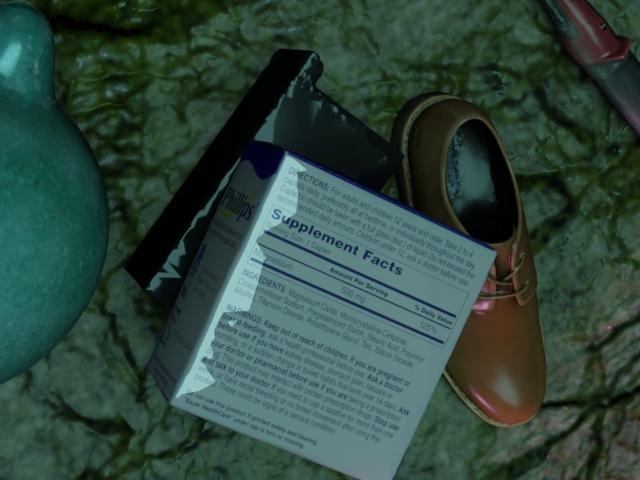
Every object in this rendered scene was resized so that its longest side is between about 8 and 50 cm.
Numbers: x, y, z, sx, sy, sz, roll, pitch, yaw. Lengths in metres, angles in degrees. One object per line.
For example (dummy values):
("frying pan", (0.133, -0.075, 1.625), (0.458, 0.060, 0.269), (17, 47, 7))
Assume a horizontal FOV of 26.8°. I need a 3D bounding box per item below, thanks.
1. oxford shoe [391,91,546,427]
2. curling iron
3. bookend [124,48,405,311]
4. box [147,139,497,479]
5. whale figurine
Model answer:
("oxford shoe", (0.094, 0.020, 0.790), (0.076, 0.076, 0.212), (-21, 106, -13))
("curling iron", (0.175, -0.127, 0.807), (0.068, 0.035, 0.274), (-37, 106, -7))
("bookend", (0.000, 0.000, 0.760), (0.156, 0.072, 0.157), (35, 88, -19))
("box", (-0.001, 0.036, 0.688), (0.126, 0.072, 0.137), (25, 92, -19))
("whale figurine", (-0.213, -0.036, 0.635), (0.216, 0.141, 0.272), (-37, 124, -5))
